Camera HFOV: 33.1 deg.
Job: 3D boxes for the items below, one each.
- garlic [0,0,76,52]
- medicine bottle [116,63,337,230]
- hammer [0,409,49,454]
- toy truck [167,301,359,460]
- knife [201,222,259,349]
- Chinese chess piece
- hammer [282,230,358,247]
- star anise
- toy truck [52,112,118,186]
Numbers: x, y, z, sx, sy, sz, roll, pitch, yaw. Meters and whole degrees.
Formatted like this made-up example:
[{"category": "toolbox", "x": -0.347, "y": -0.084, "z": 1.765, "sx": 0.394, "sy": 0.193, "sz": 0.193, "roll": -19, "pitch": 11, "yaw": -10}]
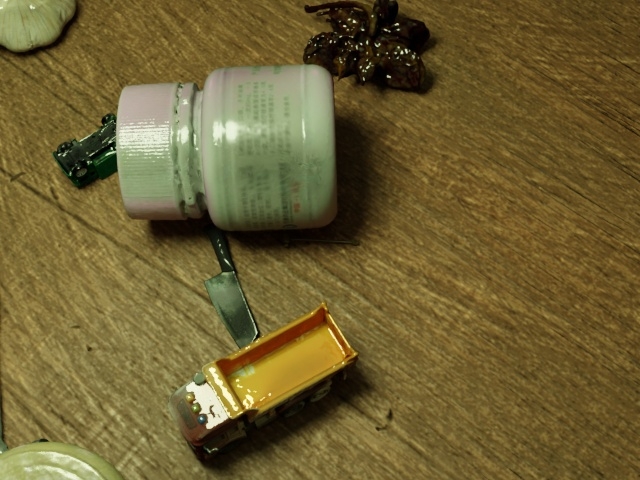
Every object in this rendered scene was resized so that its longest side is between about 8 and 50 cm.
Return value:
[{"category": "garlic", "x": -0.517, "y": -0.447, "z": 1.845, "sx": 0.199, "sy": 0.226, "sz": 0.199, "roll": 5, "pitch": 69, "yaw": -12}, {"category": "medicine bottle", "x": -0.137, "y": -0.140, "z": 1.665, "sx": 0.325, "sy": 0.256, "sz": 0.256, "roll": -3, "pitch": 63, "yaw": 0}, {"category": "hammer", "x": -0.500, "y": 0.163, "z": 1.655, "sx": 0.152, "sy": 0.044, "sz": 0.426, "roll": -10, "pitch": 62, "yaw": -1}, {"category": "toy truck", "x": -0.083, "y": 0.208, "z": 1.557, "sx": 0.270, "sy": 0.135, "sz": 0.114, "roll": -29, "pitch": 66, "yaw": -11}, {"category": "knife", "x": -0.148, "y": 0.077, "z": 1.692, "sx": 0.060, "sy": 0.028, "sz": 0.230, "roll": -25, "pitch": 67, "yaw": 4}, {"category": "Chinese chess piece", "x": -0.375, "y": 0.411, "z": 1.465, "sx": 0.270, "sy": 0.112, "sz": 0.270, "roll": 0, "pitch": 74, "yaw": 1}, {"category": "hammer", "x": 0.000, "y": 0.000, "z": 1.725, "sx": 0.123, "sy": 0.014, "sz": 0.029, "roll": 3, "pitch": 72, "yaw": 3}, {"category": "star anise", "x": 0.080, "y": -0.336, "z": 1.831, "sx": 0.220, "sy": 0.126, "sz": 0.190, "roll": 0, "pitch": 67, "yaw": -1}, {"category": "toy truck", "x": -0.364, "y": -0.150, "z": 1.781, "sx": 0.147, "sy": 0.079, "sz": 0.065, "roll": -34, "pitch": 68, "yaw": -14}]
